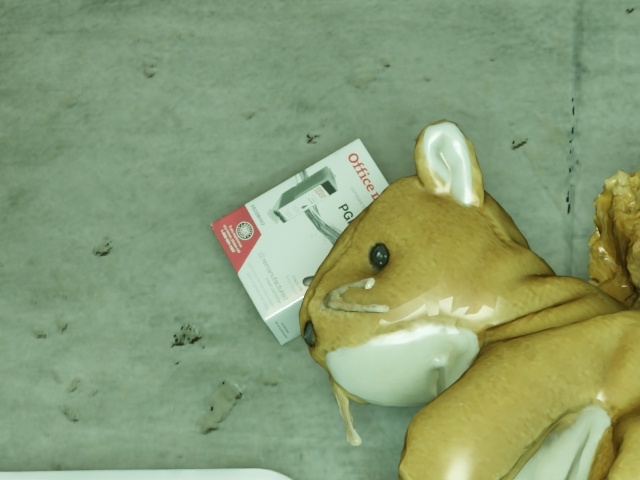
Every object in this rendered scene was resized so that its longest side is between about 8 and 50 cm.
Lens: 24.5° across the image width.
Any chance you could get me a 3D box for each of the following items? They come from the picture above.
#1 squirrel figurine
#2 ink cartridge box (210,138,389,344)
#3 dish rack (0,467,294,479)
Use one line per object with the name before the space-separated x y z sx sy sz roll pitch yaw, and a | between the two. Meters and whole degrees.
squirrel figurine | 0.191 0.078 0.970 0.397 0.281 0.370 -30 52 -17
ink cartridge box | 0.000 0.000 1.124 0.135 0.056 0.099 -31 63 -1
dish rack | -0.158 0.305 1.019 0.332 0.072 0.285 -3 65 12
